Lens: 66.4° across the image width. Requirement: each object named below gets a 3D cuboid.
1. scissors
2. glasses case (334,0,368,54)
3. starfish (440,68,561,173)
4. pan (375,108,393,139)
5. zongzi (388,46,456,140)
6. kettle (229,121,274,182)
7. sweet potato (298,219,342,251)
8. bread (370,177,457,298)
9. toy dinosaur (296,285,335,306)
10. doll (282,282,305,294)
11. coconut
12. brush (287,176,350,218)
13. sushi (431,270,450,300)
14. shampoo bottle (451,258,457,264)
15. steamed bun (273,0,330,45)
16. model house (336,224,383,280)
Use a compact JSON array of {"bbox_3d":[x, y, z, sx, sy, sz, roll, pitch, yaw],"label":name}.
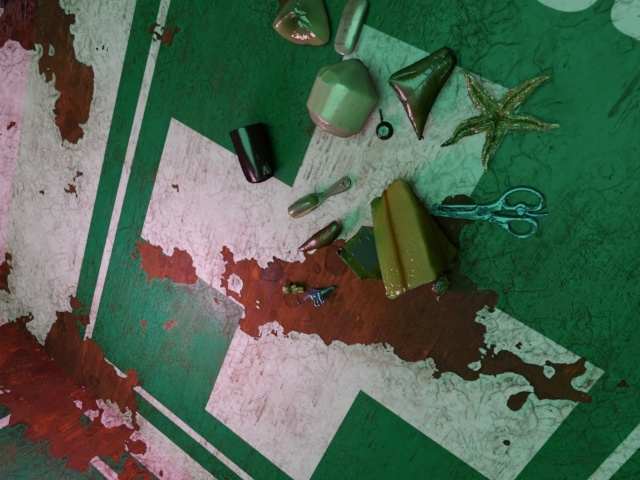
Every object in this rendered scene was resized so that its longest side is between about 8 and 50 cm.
[{"bbox_3d":[0.581,-0.103,1.714,0.392,0.032,0.180,5,105,26],"label":"scissors"},{"bbox_3d":[0.109,-0.773,1.759,0.081,0.051,0.204,25,113,17],"label":"glasses case"},{"bbox_3d":[0.589,-0.391,1.606,0.357,0.078,0.347,24,113,19],"label":"starfish"},{"bbox_3d":[0.228,-0.428,1.808,0.068,0.023,0.115,-10,99,29],"label":"pan"},{"bbox_3d":[0.382,-0.498,1.668,0.228,0.115,0.256,-22,99,25],"label":"zongzi"},{"bbox_3d":[-0.288,-0.350,2.030,0.202,0.144,0.232,-6,104,48],"label":"kettle"},{"bbox_3d":[0.000,0.000,2.013,0.243,0.077,0.077,-37,86,33],"label":"sweet potato"},{"bbox_3d":[0.280,-0.016,1.761,0.233,0.245,0.362,-35,88,42],"label":"bread"},{"bbox_3d":[-0.017,0.243,2.103,0.197,0.045,0.080,-23,80,23],"label":"toy dinosaur"},{"bbox_3d":[-0.119,0.218,2.142,0.093,0.051,0.062,18,139,25],"label":"doll"},{"bbox_3d":[0.083,-0.515,1.742,0.237,0.237,0.266,39,122,13],"label":"coconut"},{"bbox_3d":[-0.012,-0.169,1.979,0.312,0.067,0.072,-25,91,28],"label":"brush"},{"bbox_3d":[0.456,0.168,1.834,0.060,0.061,0.118,25,113,32],"label":"sushi"},{"bbox_3d":[0.456,0.026,1.814,0.048,0.027,0.137,-42,83,35],"label":"shampoo bottle"},{"bbox_3d":[-0.083,-0.819,1.814,0.212,0.110,0.231,-16,94,30],"label":"steamed bun"},{"bbox_3d":[0.176,0.073,1.927,0.219,0.207,0.136,47,155,-3],"label":"model house"}]
